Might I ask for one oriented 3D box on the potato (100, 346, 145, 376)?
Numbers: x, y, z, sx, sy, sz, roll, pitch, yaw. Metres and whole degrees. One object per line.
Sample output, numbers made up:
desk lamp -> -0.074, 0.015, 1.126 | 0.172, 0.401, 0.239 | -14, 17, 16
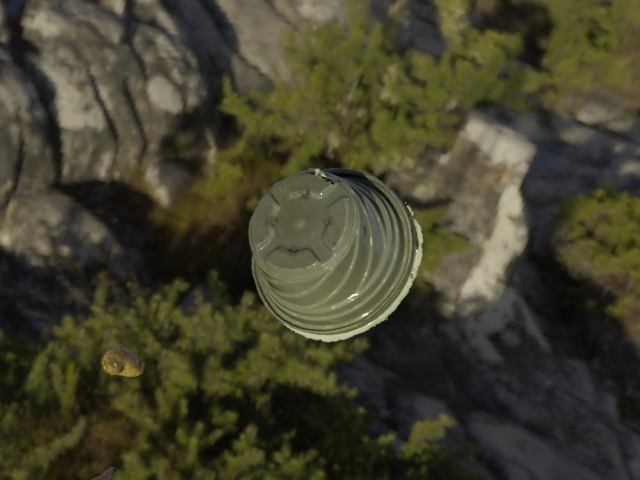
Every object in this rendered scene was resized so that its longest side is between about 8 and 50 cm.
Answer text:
potato -> -0.316, 0.194, 2.116 | 0.045, 0.046, 0.092 | 25, 7, 36

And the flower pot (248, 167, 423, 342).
flower pot -> 0.000, 0.000, 1.673 | 0.235, 0.235, 0.140 | 39, -3, 29

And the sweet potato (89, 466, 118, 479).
sweet potato -> -0.349, 0.396, 1.964 | 0.056, 0.056, 0.195 | 24, 32, 6
